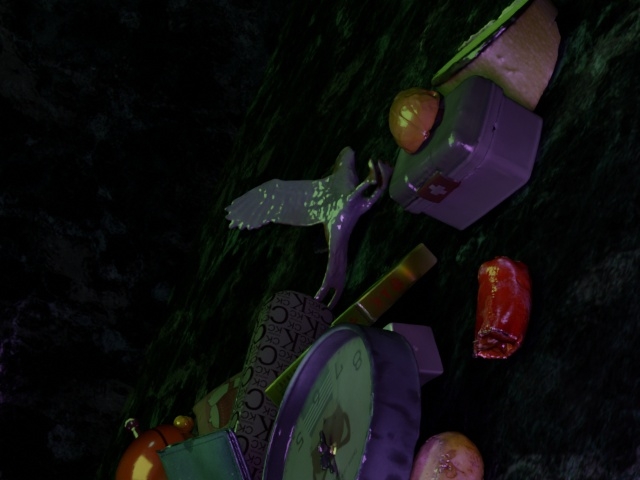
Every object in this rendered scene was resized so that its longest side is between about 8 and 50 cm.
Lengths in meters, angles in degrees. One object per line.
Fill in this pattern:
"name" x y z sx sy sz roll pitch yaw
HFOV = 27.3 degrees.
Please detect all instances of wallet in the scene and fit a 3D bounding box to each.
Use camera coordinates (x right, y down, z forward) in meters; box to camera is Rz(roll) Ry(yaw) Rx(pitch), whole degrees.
"wallet" -0.154 0.419 2.037 0.251 0.054 0.290 67 154 4

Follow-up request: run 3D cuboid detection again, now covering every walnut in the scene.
"walnut" 0.120 -0.170 1.797 0.091 0.052 0.121 -61 12 19

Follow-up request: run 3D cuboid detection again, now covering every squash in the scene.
"squash" 0.272 -0.263 1.888 0.220 0.133 0.220 -50 7 8

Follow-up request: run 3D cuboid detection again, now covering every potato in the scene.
"potato" 0.132 0.291 1.462 0.107 0.080 0.170 122 172 -55

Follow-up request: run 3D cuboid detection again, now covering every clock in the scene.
"clock" 0.018 0.255 1.590 0.325 0.067 0.325 -54 26 42

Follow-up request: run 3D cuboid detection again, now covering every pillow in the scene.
"pillow" -0.129 0.296 2.300 0.223 0.084 0.236 -34 21 9

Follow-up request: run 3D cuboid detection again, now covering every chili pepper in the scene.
"chili pepper" 0.215 0.076 1.552 0.070 0.073 0.123 -5 53 24

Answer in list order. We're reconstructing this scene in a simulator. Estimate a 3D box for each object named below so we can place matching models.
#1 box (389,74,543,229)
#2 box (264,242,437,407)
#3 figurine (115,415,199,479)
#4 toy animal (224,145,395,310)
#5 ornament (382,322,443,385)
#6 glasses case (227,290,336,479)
"box" 0.197 -0.116 1.799 0.210 0.129 0.148 -42 26 57
"box" 0.042 0.132 1.975 0.173 0.043 0.311 -40 -5 -41
"figurine" -0.274 0.471 2.375 0.323 0.196 0.320 -94 27 -42
"toy animal" 0.014 -0.017 2.311 0.302 0.225 0.284 -45 41 25
"ornament" 0.056 0.197 1.788 0.285 0.130 0.120 139 132 -61
"glasses case" -0.063 0.239 2.124 0.085 0.137 0.354 -48 23 51
